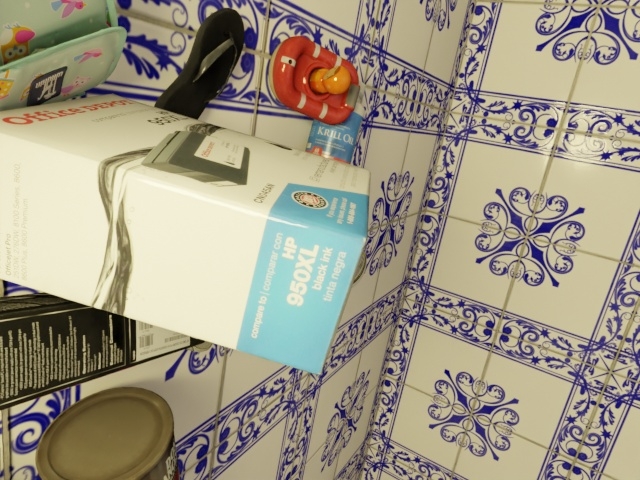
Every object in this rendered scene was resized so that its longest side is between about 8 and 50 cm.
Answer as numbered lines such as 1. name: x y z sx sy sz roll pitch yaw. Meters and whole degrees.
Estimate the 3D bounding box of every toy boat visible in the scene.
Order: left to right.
1. toy boat: 0.006 -0.346 0.974 0.231 0.151 0.150 12 95 -36

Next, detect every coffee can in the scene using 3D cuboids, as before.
1. coffee can: -0.348 0.428 0.784 0.201 0.202 0.275 -35 137 -50

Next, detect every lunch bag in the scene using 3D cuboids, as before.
1. lunch bag: -0.330 -0.235 0.452 0.223 0.160 0.262 -53 161 -39

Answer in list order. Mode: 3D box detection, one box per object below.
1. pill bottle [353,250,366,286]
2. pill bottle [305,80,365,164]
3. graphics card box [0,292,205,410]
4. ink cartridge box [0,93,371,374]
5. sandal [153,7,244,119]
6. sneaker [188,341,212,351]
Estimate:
1. pill bottle: 0.000 0.000 1.191 0.187 0.188 0.334 -62 152 -18
2. pill bottle: 0.042 -0.297 1.153 0.124 0.124 0.221 4 102 -63
3. graphics card box: -0.340 0.111 0.524 0.371 0.233 0.094 -2 89 -68
4. ink cartridge box: -0.150 -0.037 0.551 0.285 0.395 0.166 -73 180 -67
5. sandal: -0.193 -0.288 0.786 0.254 0.055 0.097 -65 153 -12
6. sneaker: -0.259 0.157 0.901 0.088 0.093 0.225 -52 148 -34
